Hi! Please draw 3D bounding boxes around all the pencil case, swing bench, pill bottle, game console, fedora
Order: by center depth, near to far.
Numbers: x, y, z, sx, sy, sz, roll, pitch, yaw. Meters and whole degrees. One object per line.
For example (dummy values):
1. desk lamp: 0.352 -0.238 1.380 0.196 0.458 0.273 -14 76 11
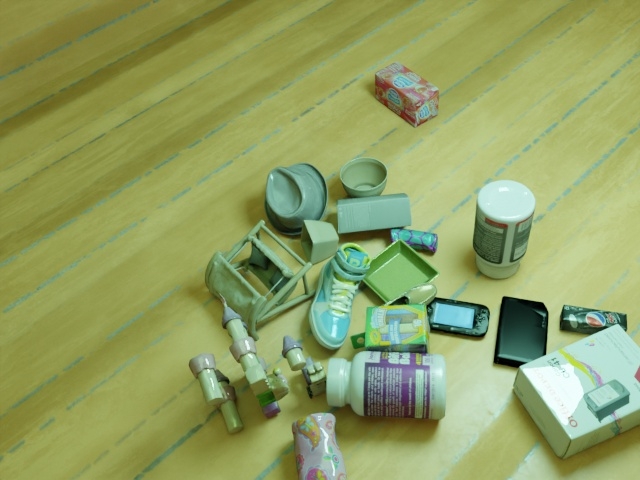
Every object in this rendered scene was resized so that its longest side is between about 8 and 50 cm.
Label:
1. pencil case: 0.006 0.568 1.539 0.124 0.124 0.284 -13 50 -3
2. pill bottle: 0.171 0.374 1.645 0.301 0.169 0.169 1 49 7
3. game console: 0.460 0.244 1.803 0.361 0.044 0.213 8 51 15
4. pill bottle: 0.534 -0.026 1.865 0.161 0.283 0.161 -4 49 5
5. swing bench: -0.190 0.118 1.920 0.255 0.165 0.253 -36 54 -21
6. pencil case: 0.299 -0.001 2.021 0.152 0.064 0.070 8 35 15
7. fedora: -0.104 -0.155 2.111 0.244 0.124 0.275 -28 64 16

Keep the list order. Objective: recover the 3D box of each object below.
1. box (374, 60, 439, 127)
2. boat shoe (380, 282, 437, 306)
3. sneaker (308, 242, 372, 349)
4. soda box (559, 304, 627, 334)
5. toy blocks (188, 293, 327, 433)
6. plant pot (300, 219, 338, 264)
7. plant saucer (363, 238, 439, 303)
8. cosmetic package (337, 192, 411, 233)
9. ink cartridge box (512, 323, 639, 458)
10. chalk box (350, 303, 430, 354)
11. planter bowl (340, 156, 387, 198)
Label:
1. box: 0.334 -0.574 2.470 0.123 0.128 0.257 -30 53 -18
2. boat shoe: 0.255 0.175 1.814 0.190 0.072 0.068 -29 74 -8
3. sneaker: 0.062 0.140 1.824 0.127 0.208 0.319 17 48 -15
4. soda box: 0.761 0.227 1.764 0.169 0.060 0.053 7 52 14
5. toy blocks: -0.175 0.303 1.674 0.309 0.288 0.260 -23 56 -8
6. plant pot: 0.000 0.000 2.040 0.096 0.109 0.109 -9 48 -16
7. plant saucer: 0.237 0.110 1.937 0.188 0.045 0.188 -36 55 -14
8. cosmetic package: 0.173 -0.091 2.063 0.238 0.107 0.127 -3 11 4
9. ink cartridge box: 0.686 0.378 1.599 0.306 0.131 0.226 -20 50 -11
10. chalk box: 0.192 0.268 1.751 0.213 0.132 0.132 -3 50 13
11. planter bowl: 0.152 -0.194 2.178 0.162 0.109 0.162 -4 50 4
